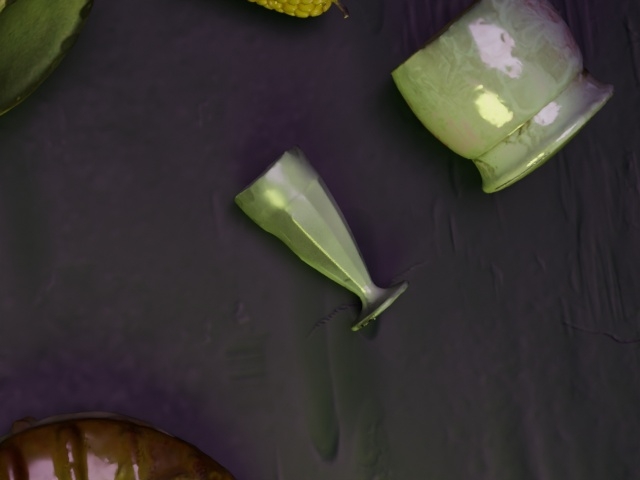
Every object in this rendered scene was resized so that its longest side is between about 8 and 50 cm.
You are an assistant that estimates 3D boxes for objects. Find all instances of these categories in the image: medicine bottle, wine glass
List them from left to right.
[{"bbox_3d":[0.000,0.000,1.289,0.073,0.073,0.155,-39,93,-13],"label":"wine glass"},{"bbox_3d":[0.154,-0.132,1.298,0.147,0.147,0.143,-40,94,-13],"label":"medicine bottle"}]

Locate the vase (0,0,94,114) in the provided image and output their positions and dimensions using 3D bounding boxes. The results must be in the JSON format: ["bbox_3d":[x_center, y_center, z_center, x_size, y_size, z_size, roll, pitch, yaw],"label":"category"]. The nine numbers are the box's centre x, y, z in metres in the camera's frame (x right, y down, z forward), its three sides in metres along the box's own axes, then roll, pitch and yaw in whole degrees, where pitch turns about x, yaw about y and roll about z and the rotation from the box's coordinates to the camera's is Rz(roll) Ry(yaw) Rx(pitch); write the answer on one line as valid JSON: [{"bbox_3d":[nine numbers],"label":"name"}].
[{"bbox_3d":[-0.361,-0.207,1.191,0.302,0.241,0.329,39,103,9],"label":"vase"}]

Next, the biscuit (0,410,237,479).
[{"bbox_3d":[-0.179,0.301,1.195,0.332,0.103,0.332,2,81,-11],"label":"biscuit"}]

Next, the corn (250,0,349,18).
[{"bbox_3d":[-0.109,-0.275,1.294,0.310,0.101,0.101,22,79,-5],"label":"corn"}]
